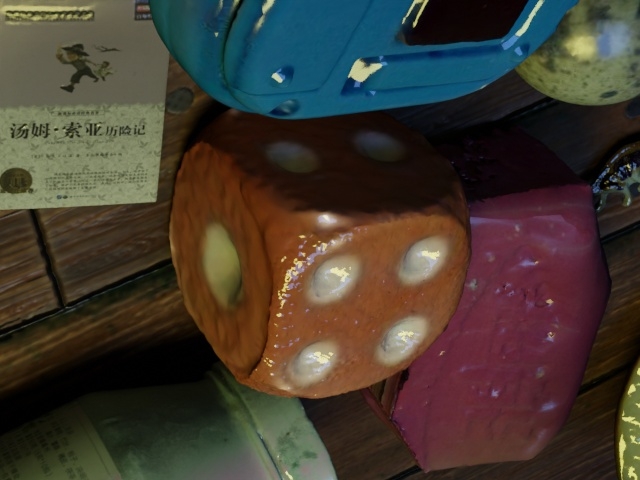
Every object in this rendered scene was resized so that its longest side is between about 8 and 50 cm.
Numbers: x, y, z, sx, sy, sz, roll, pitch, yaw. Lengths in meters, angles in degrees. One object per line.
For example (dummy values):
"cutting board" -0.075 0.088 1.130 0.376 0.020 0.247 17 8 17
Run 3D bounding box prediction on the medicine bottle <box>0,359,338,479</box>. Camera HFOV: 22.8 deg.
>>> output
"medicine bottle" -0.140 0.229 1.261 0.290 0.245 0.245 -26 136 -15

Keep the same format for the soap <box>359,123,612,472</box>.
"soap" 0.131 0.064 1.376 0.220 0.127 0.325 -5 131 -24

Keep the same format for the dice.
"dice" 0.000 0.000 1.200 0.179 0.175 0.174 -9 130 -27

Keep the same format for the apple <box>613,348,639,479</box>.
"apple" 0.429 0.139 1.610 0.346 0.179 0.254 -43 125 8

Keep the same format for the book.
"book" -0.169 -0.096 1.101 0.127 0.014 0.182 -2 129 -15

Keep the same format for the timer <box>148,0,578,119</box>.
"timer" 0.070 -0.215 0.915 0.309 0.115 0.340 -12 142 -41

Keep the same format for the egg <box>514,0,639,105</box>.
"egg" 0.220 -0.176 1.228 0.181 0.141 0.141 -11 132 -38

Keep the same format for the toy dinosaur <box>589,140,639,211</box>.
"toy dinosaur" 0.279 -0.062 1.437 0.180 0.037 0.058 -33 142 -4
